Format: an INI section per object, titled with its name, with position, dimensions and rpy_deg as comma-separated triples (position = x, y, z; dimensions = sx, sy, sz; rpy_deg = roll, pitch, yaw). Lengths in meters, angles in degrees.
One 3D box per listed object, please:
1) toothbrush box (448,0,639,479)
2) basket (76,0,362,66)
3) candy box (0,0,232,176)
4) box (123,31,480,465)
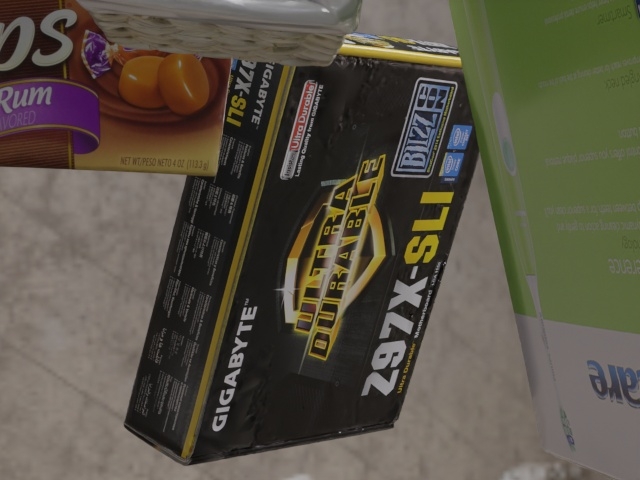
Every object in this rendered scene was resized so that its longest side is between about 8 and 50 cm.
[toothbrush box]
position = 0.135, -0.062, 0.554
dimensions = 0.122, 0.206, 0.283
rpy_deg = -11, 92, -12
[basket]
position = -0.035, -0.158, 0.653
dimensions = 0.103, 0.113, 0.167
rpy_deg = 113, -18, -80
[candy box]
position = -0.136, -0.091, 0.766
dimensions = 0.187, 0.053, 0.109
rpy_deg = 2, 105, -30
[box]
position = 0.000, 0.000, 1.230
dimensions = 0.257, 0.079, 0.322
rpy_deg = -2, 112, -52
